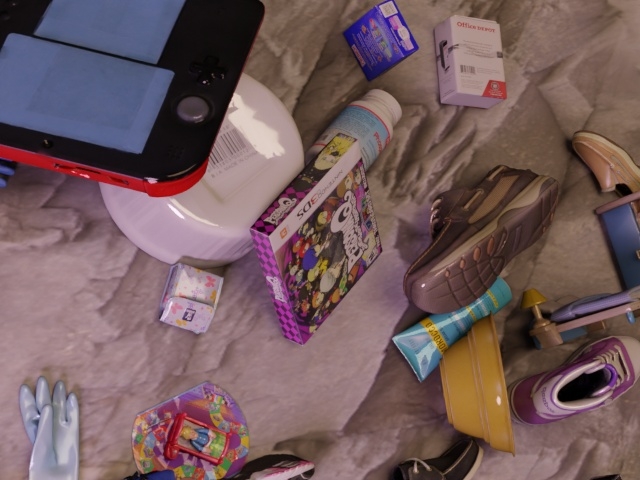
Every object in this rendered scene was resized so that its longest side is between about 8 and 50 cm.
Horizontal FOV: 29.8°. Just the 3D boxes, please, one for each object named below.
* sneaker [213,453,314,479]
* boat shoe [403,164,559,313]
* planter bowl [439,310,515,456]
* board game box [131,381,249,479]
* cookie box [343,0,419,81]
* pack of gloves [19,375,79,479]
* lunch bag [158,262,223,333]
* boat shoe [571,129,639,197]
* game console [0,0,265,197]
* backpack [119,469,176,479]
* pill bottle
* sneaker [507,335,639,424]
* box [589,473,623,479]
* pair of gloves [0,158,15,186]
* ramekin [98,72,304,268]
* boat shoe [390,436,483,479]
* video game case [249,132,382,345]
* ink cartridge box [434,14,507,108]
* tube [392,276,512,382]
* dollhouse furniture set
[{"bbox_3d":[-0.087,0.348,1.630,0.178,0.072,0.077,-17,106,-31],"label":"sneaker"},{"bbox_3d":[0.228,-0.008,1.854,0.130,0.132,0.355,30,43,29],"label":"boat shoe"},{"bbox_3d":[0.226,0.216,1.775,0.090,0.217,0.217,-9,78,5],"label":"planter bowl"},{"bbox_3d":[-0.167,0.270,1.619,0.169,0.033,0.133,-23,87,-30],"label":"board game box"},{"bbox_3d":[0.093,-0.312,1.875,0.040,0.107,0.091,-28,91,-32],"label":"cookie box"},{"bbox_3d":[-0.388,0.275,1.490,0.195,0.046,0.232,4,70,-28],"label":"pack of gloves"},{"bbox_3d":[-0.179,0.081,1.656,0.071,0.053,0.083,21,76,-19],"label":"lunch bag"},{"bbox_3d":[0.499,-0.114,2.056,0.190,0.068,0.072,33,75,-16],"label":"boat shoe"},{"bbox_3d":[-0.297,-0.234,1.575,0.387,0.060,0.342,14,61,4],"label":"game console"},{"bbox_3d":[-0.237,0.343,1.525,0.120,0.101,0.097,-10,76,-21],"label":"backpack"},{"bbox_3d":[0.054,-0.154,1.822,0.087,0.087,0.160,44,62,-10],"label":"pill bottle"},{"bbox_3d":[0.439,0.215,1.875,0.282,0.161,0.102,-22,85,-32],"label":"sneaker"},{"bbox_3d":[0.396,0.547,1.806,0.322,0.079,0.257,-32,90,-30],"label":"box"},{"bbox_3d":[-0.476,-0.154,1.586,0.159,0.023,0.198,10,71,-24],"label":"pair of gloves"},{"bbox_3d":[-0.157,-0.108,1.673,0.277,0.135,0.277,7,73,-25],"label":"ramekin"},{"bbox_3d":[0.144,0.348,1.727,0.233,0.084,0.079,-34,97,-28],"label":"boat shoe"},{"bbox_3d":[0.000,0.000,1.693,0.210,0.042,0.232,-48,143,-29],"label":"video game case"},{"bbox_3d":[0.246,-0.292,1.977,0.099,0.056,0.135,4,75,-27],"label":"ink cartridge box"},{"bbox_3d":[0.205,0.127,1.847,0.207,0.052,0.080,-35,90,-25],"label":"tube"},{"bbox_3d":[0.486,0.024,1.879,0.303,0.286,0.198,-12,81,-41],"label":"dollhouse furniture set"}]
